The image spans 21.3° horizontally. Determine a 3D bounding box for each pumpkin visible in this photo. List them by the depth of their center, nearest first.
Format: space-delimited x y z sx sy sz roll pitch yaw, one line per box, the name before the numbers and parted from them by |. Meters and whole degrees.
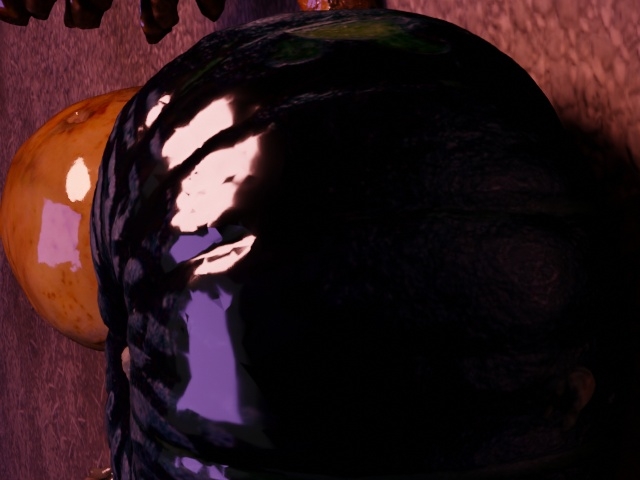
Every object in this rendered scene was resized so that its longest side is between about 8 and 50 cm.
pumpkin | 0.011 0.051 0.938 0.363 0.266 0.363 171 90 -74

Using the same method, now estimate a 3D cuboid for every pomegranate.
pomegranate | -0.150 -0.010 1.404 0.248 0.248 0.248 172 90 -69

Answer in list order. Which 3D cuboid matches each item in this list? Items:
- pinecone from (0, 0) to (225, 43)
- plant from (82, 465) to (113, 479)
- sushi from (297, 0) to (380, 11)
pinecone | -0.167 -0.268 1.309 0.244 0.309 0.244 -5 -90 -84
plant | -0.080 0.237 1.309 0.204 0.234 0.178 10 112 63
sushi | 0.010 -0.182 1.160 0.118 0.061 0.060 58 146 8
